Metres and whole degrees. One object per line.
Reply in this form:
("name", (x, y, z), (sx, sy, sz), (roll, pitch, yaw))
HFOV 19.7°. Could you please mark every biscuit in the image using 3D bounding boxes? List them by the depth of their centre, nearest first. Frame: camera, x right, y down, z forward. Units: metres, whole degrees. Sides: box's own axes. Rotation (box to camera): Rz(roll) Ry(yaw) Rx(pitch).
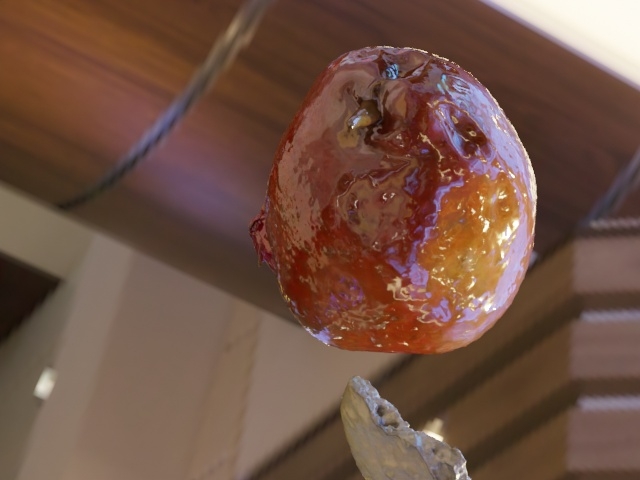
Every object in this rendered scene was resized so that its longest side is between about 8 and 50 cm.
("biscuit", (0.103, 0.261, 1.992), (0.040, 0.265, 0.188), (-32, 176, -28))

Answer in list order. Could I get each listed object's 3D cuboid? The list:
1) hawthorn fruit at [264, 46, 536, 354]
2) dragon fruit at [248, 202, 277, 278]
("hawthorn fruit", (0.055, -0.038, 1.311), (0.262, 0.210, 0.210), (79, 24, -62))
("dragon fruit", (0.000, 0.000, 2.206), (0.136, 0.166, 0.133), (-99, 178, -67))
